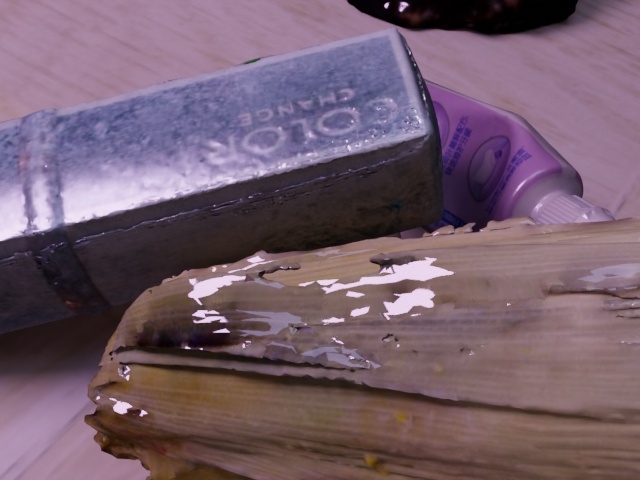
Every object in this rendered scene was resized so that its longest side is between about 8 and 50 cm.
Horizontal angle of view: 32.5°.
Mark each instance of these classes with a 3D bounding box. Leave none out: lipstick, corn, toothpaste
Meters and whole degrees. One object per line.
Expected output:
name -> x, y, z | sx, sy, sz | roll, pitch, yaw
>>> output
lipstick -> -0.089, -0.018, 0.489 | 0.290, 0.076, 0.077 | -14, 53, 3
corn -> 0.066, 0.056, 0.430 | 0.305, 0.123, 0.122 | -5, 67, 14
toothpaste -> 0.039, -0.054, 0.583 | 0.075, 0.048, 0.301 | -43, 41, -10

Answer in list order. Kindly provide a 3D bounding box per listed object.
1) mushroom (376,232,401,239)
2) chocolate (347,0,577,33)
mushroom -> 0.000, 0.000, 0.550 | 0.084, 0.067, 0.083 | 14, 39, -12
chocolate -> 0.107, -0.270, 0.757 | 0.206, 0.177, 0.224 | 23, 48, 14
